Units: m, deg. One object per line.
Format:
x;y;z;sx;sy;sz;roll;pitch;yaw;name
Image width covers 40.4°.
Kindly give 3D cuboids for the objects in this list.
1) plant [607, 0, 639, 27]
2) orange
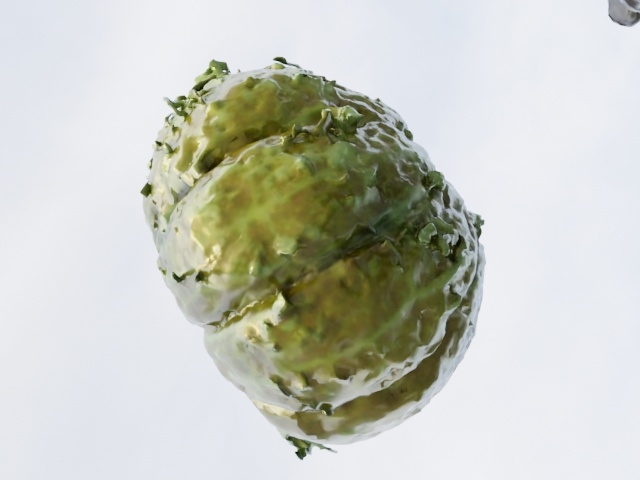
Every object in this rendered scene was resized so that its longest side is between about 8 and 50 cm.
0.170;-0.151;0.294;0.321;0.181;0.194;35;-146;9;plant
0.000;0.000;0.672;0.223;0.300;0.301;-30;-127;-2;orange
